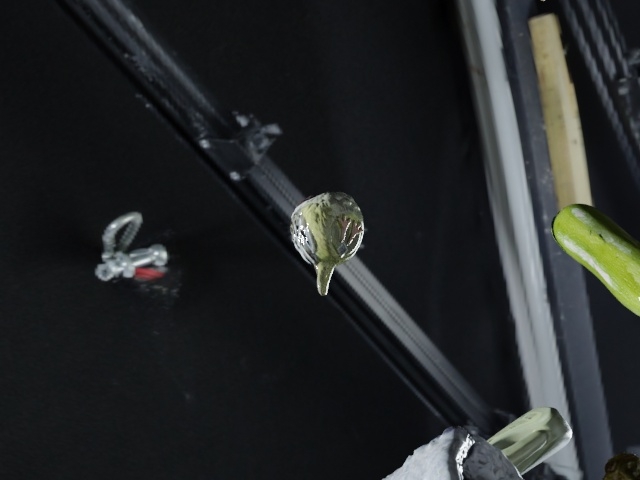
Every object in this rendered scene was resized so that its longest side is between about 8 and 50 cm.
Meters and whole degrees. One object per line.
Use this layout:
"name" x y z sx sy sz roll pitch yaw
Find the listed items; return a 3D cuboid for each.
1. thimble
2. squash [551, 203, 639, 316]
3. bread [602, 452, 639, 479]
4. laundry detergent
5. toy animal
"thimble" 0.188 0.386 1.117 0.217 0.157 0.246 21 -143 -43
"squash" 0.256 0.018 0.732 0.052 0.183 0.052 -7 -62 -13
"bread" 0.440 0.340 1.171 0.066 0.110 0.060 -52 -30 3
"laundry detergent" 0.343 0.414 1.607 0.253 0.181 0.091 -28 -103 -19
"toy animal" 0.000 0.000 1.120 0.098 0.098 0.137 22 -96 -35
